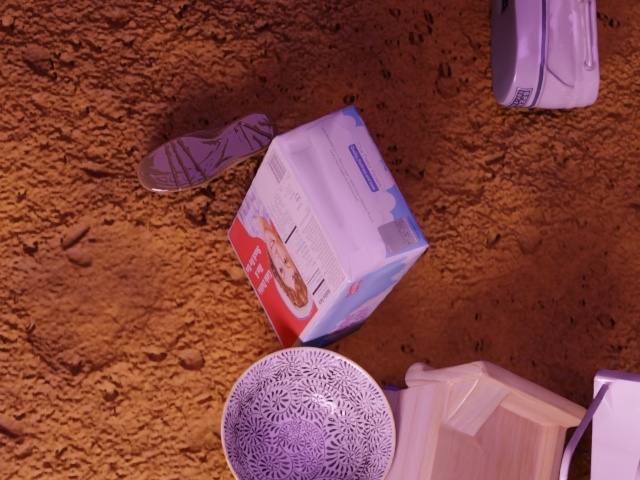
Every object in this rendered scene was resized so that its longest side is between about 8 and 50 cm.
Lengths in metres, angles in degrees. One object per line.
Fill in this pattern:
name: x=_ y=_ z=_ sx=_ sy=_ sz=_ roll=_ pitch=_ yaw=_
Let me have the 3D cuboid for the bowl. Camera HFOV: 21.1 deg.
bowl: x=-0.019 y=0.195 z=1.670 sx=0.170 sy=0.080 sz=0.170 roll=4 pitch=70 yaw=-12

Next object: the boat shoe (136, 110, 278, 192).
boat shoe: x=-0.118 y=-0.089 z=1.773 sx=0.153 sy=0.048 sz=0.056 roll=-27 pitch=91 yaw=-14

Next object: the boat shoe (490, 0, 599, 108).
boat shoe: x=0.277 y=-0.318 z=1.892 sx=0.157 sy=0.136 sz=0.367 roll=5 pitch=73 yaw=-11

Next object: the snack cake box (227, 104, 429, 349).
snack cake box: x=0.000 y=0.000 z=1.643 sx=0.089 sy=0.264 sz=0.152 roll=-24 pitch=78 yaw=-20

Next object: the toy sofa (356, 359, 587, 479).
toy sofa: x=0.121 y=0.307 z=1.645 sx=0.150 sy=0.177 sz=0.362 roll=26 pitch=65 yaw=-29

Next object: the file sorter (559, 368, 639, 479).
file sorter: x=0.371 y=0.259 z=1.590 sx=0.278 sy=0.192 sz=0.173 roll=7 pitch=24 yaw=21
